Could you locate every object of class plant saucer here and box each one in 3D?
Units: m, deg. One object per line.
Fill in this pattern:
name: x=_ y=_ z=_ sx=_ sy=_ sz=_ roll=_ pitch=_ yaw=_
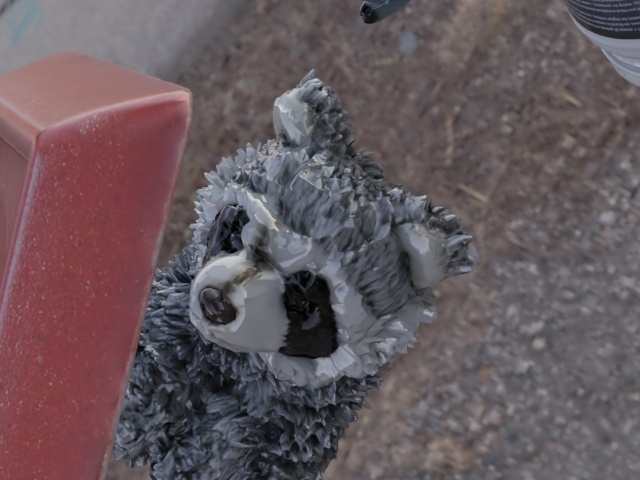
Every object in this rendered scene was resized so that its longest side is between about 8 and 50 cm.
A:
plant saucer: x=-0.133 y=0.049 z=0.615 sx=0.258 sy=0.047 sz=0.259 roll=-152 pitch=74 yaw=-69

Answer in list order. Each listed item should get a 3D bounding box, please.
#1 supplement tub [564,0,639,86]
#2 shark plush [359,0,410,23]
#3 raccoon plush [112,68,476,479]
supplement tub: x=0.268 y=-0.273 z=1.219 sx=0.191 sy=0.272 sz=0.191 roll=-19 pitch=44 yaw=20
shark plush: x=0.072 y=-0.154 z=0.720 sx=0.067 sy=0.161 sz=0.073 roll=17 pitch=126 yaw=61
raccoon plush: x=0.000 y=0.000 z=1.086 sx=0.299 sy=0.216 sz=0.446 roll=-53 pitch=4 yaw=27
